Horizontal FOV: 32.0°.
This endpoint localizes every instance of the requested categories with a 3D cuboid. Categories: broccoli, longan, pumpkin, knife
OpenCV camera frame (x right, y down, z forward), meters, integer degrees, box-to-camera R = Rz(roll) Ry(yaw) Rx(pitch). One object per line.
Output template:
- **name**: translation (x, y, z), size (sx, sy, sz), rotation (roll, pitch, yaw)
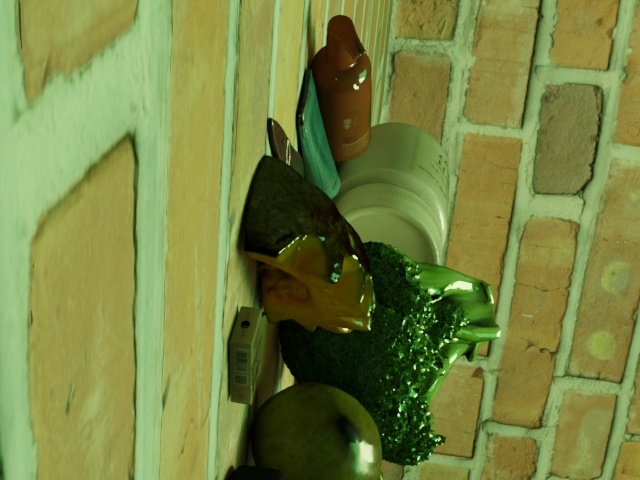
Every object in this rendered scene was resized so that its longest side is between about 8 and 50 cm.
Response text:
- **broccoli**: translation (0.088, 0.130, 1.420), size (0.308, 0.275, 0.308), rotation (173, -90, -74)
- **longan**: translation (-0.008, 0.243, 1.284), size (0.176, 0.145, 0.155), rotation (128, -45, -59)
- **pumpkin**: translation (0.000, 0.000, 1.153), size (0.254, 0.130, 0.149), rotation (80, 18, -69)
- **knife**: translation (-0.039, -0.094, 1.232), size (0.247, 0.018, 0.035), rotation (54, 47, -79)

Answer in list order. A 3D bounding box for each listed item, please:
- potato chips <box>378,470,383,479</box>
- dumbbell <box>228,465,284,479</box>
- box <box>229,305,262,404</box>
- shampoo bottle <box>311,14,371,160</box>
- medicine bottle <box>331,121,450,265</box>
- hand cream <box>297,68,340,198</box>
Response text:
- **potato chips**: translation (0.048, 0.432, 1.461), size (0.429, 0.070, 0.358), rotation (-27, -96, 60)
- **dumbbell**: translation (0.005, 0.320, 1.147), size (0.152, 0.218, 0.153), rotation (8, 90, -86)
- **box**: translation (-0.072, 0.112, 1.083), size (0.053, 0.024, 0.083), rotation (-77, 170, -49)
- **shampoo bottle**: translation (0.028, -0.198, 1.438), size (0.244, 0.085, 0.085), rotation (89, 10, -63)
- **medicine bottle**: translation (0.112, -0.045, 1.878), size (0.371, 0.211, 0.211), rotation (-73, 169, -63)
- **hand cream**: translation (-0.007, -0.121, 1.442), size (0.224, 0.048, 0.083), rotation (78, 18, -56)
